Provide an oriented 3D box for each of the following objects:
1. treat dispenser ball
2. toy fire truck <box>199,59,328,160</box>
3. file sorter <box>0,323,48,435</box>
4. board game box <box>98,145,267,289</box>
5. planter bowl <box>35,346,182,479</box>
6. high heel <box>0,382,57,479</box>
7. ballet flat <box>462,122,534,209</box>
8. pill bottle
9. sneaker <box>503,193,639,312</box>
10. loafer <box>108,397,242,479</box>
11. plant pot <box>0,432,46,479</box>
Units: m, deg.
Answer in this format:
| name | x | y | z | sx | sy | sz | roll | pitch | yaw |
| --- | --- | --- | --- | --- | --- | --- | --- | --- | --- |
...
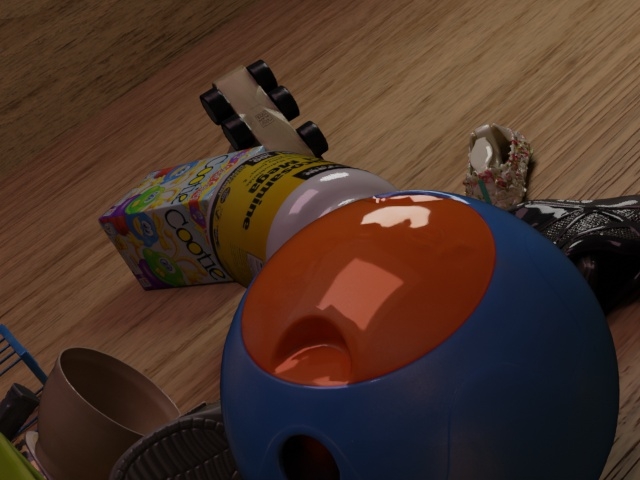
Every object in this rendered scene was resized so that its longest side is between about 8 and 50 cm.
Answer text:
| name | x | y | z | sx | sy | sz | roll | pitch | yaw |
| --- | --- | --- | --- | --- | --- | --- | --- | --- | --- |
| treat dispenser ball | 0.071 | 0.107 | 0.790 | 0.288 | 0.288 | 0.288 | -26 | 21 | 11 |
| toy fire truck | -0.101 | -0.136 | 1.772 | 0.158 | 0.217 | 0.246 | -34 | -21 | -11 |
| file sorter | -0.418 | 0.204 | 1.448 | 0.104 | 0.118 | 0.170 | -39 | 23 | -16 |
| board game box | -0.181 | -0.028 | 1.628 | 0.275 | 0.144 | 0.142 | -8 | 30 | 46 |
| planter bowl | -0.246 | 0.209 | 1.188 | 0.109 | 0.162 | 0.162 | -56 | 18 | 10 |
| high heel | -0.366 | 0.301 | 1.255 | 0.186 | 0.093 | 0.261 | -54 | 36 | 0 |
| ballet flat | 0.222 | -0.105 | 1.372 | 0.091 | 0.077 | 0.241 | -24 | 21 | 17 |
| pill bottle | 0.000 | 0.000 | 1.265 | 0.188 | 0.188 | 0.334 | -35 | 22 | -15 |
| sneaker | 0.229 | 0.019 | 1.064 | 0.227 | 0.087 | 0.130 | -5 | 25 | 38 |
| loafer | -0.093 | 0.203 | 1.089 | 0.251 | 0.094 | 0.087 | -25 | -5 | -13 |
| plant pot | -0.237 | 0.315 | 0.821 | 0.207 | 0.227 | 0.228 | -42 | 24 | -16 |
